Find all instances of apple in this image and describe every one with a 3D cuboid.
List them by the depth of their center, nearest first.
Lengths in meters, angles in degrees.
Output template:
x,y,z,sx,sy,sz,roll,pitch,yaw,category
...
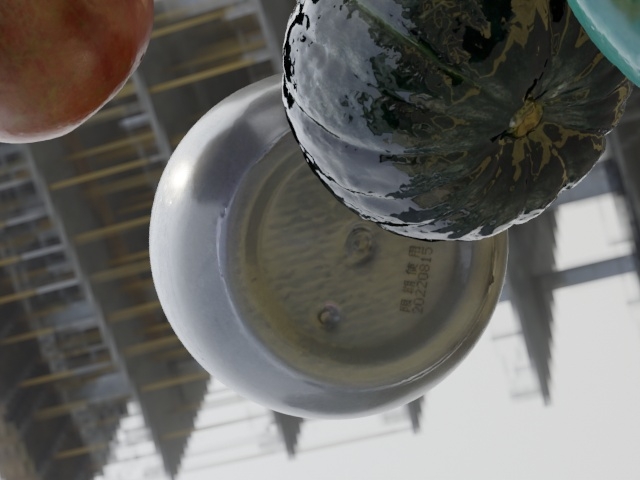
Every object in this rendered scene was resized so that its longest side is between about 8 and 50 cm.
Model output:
x,y,z,sx,sy,sz,roll,pitch,yaw,category
-0.222,-0.161,1.212,0.209,0.209,0.164,-75,-36,-57,apple

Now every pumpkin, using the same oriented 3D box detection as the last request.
x,y,z,sx,sy,sz,roll,pitch,yaw,category
0.083,-0.106,0.967,0.162,0.220,0.220,52,177,44,pumpkin

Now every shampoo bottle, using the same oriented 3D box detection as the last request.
x,y,z,sx,sy,sz,roll,pitch,yaw,category
0.000,0.000,1.312,0.266,0.273,0.273,-162,54,-76,shampoo bottle

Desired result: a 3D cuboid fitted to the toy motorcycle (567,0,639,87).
x,y,z,sx,sy,sz,roll,pitch,yaw,category
0.189,-0.126,0.720,0.109,0.198,0.296,49,-150,-57,toy motorcycle
